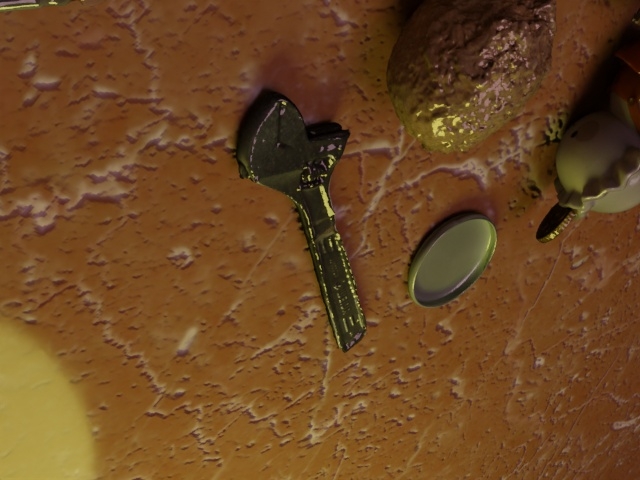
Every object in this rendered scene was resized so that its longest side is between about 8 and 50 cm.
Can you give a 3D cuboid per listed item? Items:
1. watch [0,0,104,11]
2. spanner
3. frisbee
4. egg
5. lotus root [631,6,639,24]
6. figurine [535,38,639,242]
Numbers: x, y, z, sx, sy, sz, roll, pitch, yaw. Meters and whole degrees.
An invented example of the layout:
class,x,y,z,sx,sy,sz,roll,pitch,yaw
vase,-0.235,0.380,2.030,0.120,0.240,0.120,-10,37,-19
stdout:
class,x,y,z,sx,sy,sz,roll,pitch,yaw
watch,-0.195,-0.197,0.358,0.241,0.162,0.253,-21,135,-18
spanner,0.000,0.000,0.798,0.093,0.026,0.325,-33,141,-14
frisbee,0.129,0.019,0.940,0.110,0.014,0.110,-25,138,-25
egg,0.111,-0.131,0.712,0.116,0.118,0.140,35,88,-34
lotus root,0.325,-0.227,0.816,0.112,0.081,0.122,-42,160,-55
figurine,0.311,-0.097,0.915,0.143,0.143,0.271,13,112,-47
